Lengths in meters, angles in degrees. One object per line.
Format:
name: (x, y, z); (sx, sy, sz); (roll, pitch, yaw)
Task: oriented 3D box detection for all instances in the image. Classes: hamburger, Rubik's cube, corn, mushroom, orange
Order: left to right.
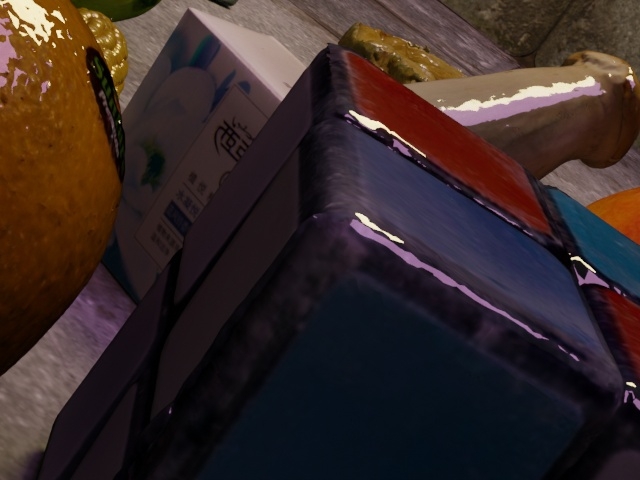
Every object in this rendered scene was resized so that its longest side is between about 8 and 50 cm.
orange: (-0.236, -0.043, 0.899); (0.274, 0.274, 0.274); (33, 17, -11)
corn: (-0.220, -0.127, 1.444); (0.101, 0.101, 0.310); (32, 20, -13)
Rubik's cube: (0.042, 0.130, 0.887); (0.318, 0.316, 0.313); (34, 16, -12)
hamburger: (0.140, -0.157, 2.187); (0.285, 0.134, 0.265); (35, 18, 22)
mushroom: (0.127, -0.085, 1.662); (0.137, 0.407, 0.154); (146, -69, -70)

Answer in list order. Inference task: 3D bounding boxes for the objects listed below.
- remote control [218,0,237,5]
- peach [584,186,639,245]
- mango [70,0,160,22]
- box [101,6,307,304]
remote control: (-0.247, -0.407, 2.235); (0.344, 0.050, 0.145); (18, 25, -46)
peach: (0.288, 0.098, 1.483); (0.289, 0.308, 0.289); (21, 7, -3)
mango: (-0.286, -0.363, 1.858); (0.192, 0.156, 0.343); (32, 10, -49)
box: (-0.046, -0.013, 1.292); (0.116, 0.203, 0.274); (11, 30, -53)
